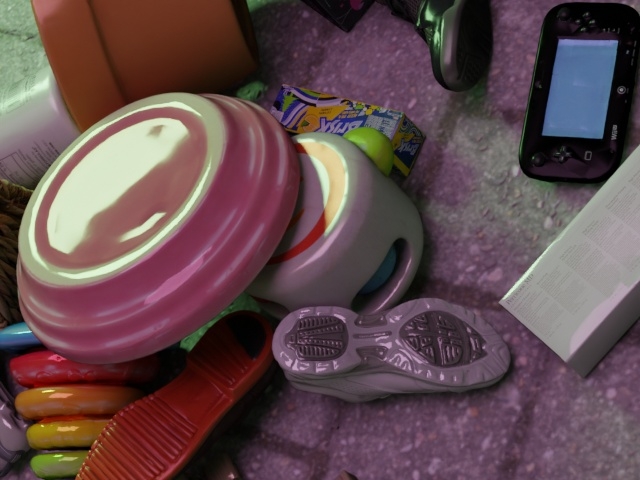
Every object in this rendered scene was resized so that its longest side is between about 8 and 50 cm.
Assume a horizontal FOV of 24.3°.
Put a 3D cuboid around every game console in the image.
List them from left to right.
[{"bbox_3d":[0.295,-0.226,1.531,0.213,0.044,0.361,2,71,31],"label":"game console"}]

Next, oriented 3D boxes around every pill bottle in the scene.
[{"bbox_3d":[-0.377,-0.116,1.817,0.229,0.131,0.131,-24,59,19],"label":"pill bottle"}]

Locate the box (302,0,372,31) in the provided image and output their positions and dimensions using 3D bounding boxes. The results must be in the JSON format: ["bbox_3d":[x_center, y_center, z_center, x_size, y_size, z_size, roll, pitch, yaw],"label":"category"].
[{"bbox_3d":[0.034,-0.390,1.681,0.247,0.163,0.142,-50,57,2],"label":"box"}]

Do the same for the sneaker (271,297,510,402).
[{"bbox_3d":[0.071,0.117,1.483,0.232,0.115,0.090,4,62,4],"label":"sneaker"}]

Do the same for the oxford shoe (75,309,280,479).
[{"bbox_3d":[-0.138,0.197,1.537,0.271,0.098,0.097,-43,60,-9],"label":"oxford shoe"}]

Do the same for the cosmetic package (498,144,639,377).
[{"bbox_3d":[0.290,0.007,1.419,0.239,0.060,0.099,-48,56,3],"label":"cosmetic package"}]

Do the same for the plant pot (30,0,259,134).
[{"bbox_3d":[-0.194,-0.262,1.704,0.204,0.291,0.290,-15,61,5],"label":"plant pot"}]

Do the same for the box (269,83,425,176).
[{"bbox_3d":[0.025,-0.122,1.630,0.169,0.059,0.054,18,78,35],"label":"box"}]

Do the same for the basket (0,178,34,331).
[{"bbox_3d":[-0.484,-0.003,1.741,0.299,0.213,0.223,-11,40,27],"label":"basket"}]

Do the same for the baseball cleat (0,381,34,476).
[{"bbox_3d":[-0.409,0.190,1.738,0.109,0.072,0.206,-51,50,9],"label":"baseball cleat"}]

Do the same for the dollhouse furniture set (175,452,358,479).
[{"bbox_3d":[-0.074,0.250,1.497,0.182,0.101,0.161,-40,55,9],"label":"dollhouse furniture set"}]

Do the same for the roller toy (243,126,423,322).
[{"bbox_3d":[0.000,0.000,1.538,0.209,0.146,0.191,-20,50,26],"label":"roller toy"}]

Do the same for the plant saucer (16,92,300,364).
[{"bbox_3d":[-0.182,-0.032,1.513,0.332,0.084,0.332,-20,43,20],"label":"plant saucer"}]

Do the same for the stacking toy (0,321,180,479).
[{"bbox_3d":[-0.251,0.235,1.597,0.166,0.175,0.301,-7,79,22],"label":"stacking toy"}]

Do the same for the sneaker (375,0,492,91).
[{"bbox_3d":[0.114,-0.248,1.622,0.130,0.087,0.227,-16,59,26],"label":"sneaker"}]
